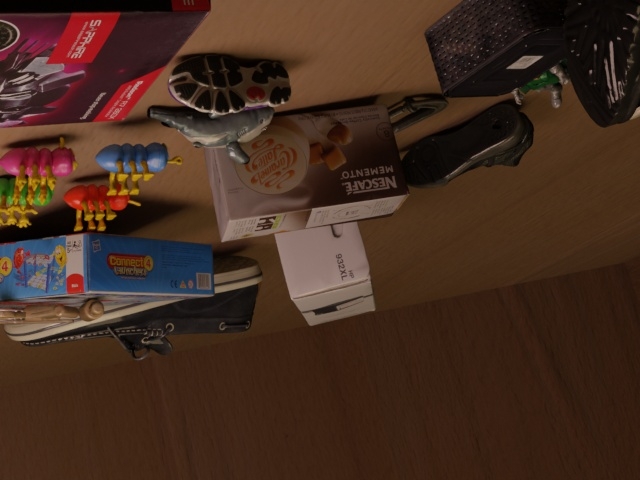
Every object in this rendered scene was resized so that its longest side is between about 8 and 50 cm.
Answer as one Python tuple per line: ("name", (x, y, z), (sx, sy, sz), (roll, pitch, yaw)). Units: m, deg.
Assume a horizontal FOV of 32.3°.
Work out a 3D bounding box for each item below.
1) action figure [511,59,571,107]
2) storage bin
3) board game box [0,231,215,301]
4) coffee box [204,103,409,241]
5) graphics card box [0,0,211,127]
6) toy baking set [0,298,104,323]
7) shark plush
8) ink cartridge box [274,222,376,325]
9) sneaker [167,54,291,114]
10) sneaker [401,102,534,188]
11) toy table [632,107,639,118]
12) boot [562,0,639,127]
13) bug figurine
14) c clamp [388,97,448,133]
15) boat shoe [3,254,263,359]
("action figure", (0.295, -0.229, 1.502), (0.137, 0.063, 0.232), (-20, 164, 33))
("storage bin", (0.223, -0.241, 1.290), (0.122, 0.084, 0.180), (-7, 166, -35))
("board game box", (-0.375, 0.053, 1.714), (0.302, 0.086, 0.308), (-6, 174, 28))
("coffee box", (-0.022, -0.091, 1.491), (0.246, 0.141, 0.098), (-8, 164, -14))
("graphics card box", (-0.304, -0.174, 0.926), (0.371, 0.094, 0.233), (-6, 165, -32))
("toy baking set", (-0.427, 0.106, 1.653), (0.197, 0.030, 0.256), (1, 173, -14))
("shark plush", (-0.140, -0.156, 1.376), (0.161, 0.073, 0.067), (14, 135, -26))
("ink cartridge box", (0.000, 0.000, 1.768), (0.129, 0.223, 0.307), (-15, 168, 1))
("sneaker", (-0.109, -0.167, 1.264), (0.071, 0.068, 0.170), (-19, 169, 42))
("sneaker", (0.243, -0.138, 1.770), (0.227, 0.087, 0.130), (-28, 157, 28))
("toy table", (0.482, -0.219, 1.286), (0.252, 0.274, 0.161), (-13, 176, 6))
("boot", (0.404, -0.264, 1.106), (0.260, 0.131, 0.348), (-12, 146, -11))
("bug figurine", (-0.309, -0.076, 1.407), (0.216, 0.072, 0.279), (-2, 168, -26))
("c clamp", (0.101, -0.172, 1.596), (0.161, 0.022, 0.137), (-23, 166, 33))
("boat shoe", (-0.333, 0.142, 2.058), (0.500, 0.156, 0.187), (-10, -162, -31))
